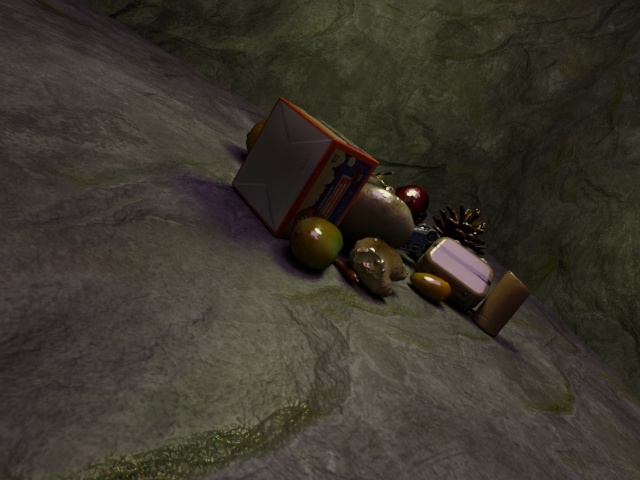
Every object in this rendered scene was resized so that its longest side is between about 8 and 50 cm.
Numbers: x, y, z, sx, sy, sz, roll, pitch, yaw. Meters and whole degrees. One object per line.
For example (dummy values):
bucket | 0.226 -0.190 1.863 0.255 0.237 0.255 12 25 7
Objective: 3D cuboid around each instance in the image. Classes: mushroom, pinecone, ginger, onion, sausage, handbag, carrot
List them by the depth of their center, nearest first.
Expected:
carrot | 0.080 0.095 1.332 0.035 0.035 0.142 18 17 -41
ginger | 0.192 0.091 1.394 0.275 0.130 0.221 20 33 -41
mushroom | 0.187 -0.119 1.587 0.362 0.295 0.362 24 -10 4
sausage | 0.735 0.254 1.705 0.123 0.253 0.123 32 12 -8
handbag | 0.588 0.118 1.806 0.301 0.149 0.283 37 52 14
onion | 0.388 -0.155 2.062 0.232 0.314 0.314 54 22 13
pinecone | 0.642 -0.011 2.063 0.384 0.385 0.384 30 18 -11

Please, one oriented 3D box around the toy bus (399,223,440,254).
toy bus | 0.379 -0.021 1.892 0.291 0.133 0.125 12 16 -11

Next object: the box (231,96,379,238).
box | -0.056 -0.220 1.399 0.256 0.349 0.318 11 27 -51

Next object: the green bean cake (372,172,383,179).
green bean cake | 0.223 -0.219 2.077 0.124 0.236 0.233 15 13 10

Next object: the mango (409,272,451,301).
mango | 0.429 0.178 1.634 0.164 0.089 0.115 24 18 -19

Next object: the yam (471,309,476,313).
yam | 0.672 0.313 1.826 0.107 0.014 0.014 35 17 3

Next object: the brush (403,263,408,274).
brush | 0.319 0.057 1.872 0.085 0.020 0.337 28 18 -16

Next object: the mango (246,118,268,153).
mango | -0.134 -0.382 1.847 0.445 0.221 0.301 32 31 26

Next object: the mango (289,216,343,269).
mango | 0.000 0.000 1.259 0.156 0.114 0.251 54 29 4
